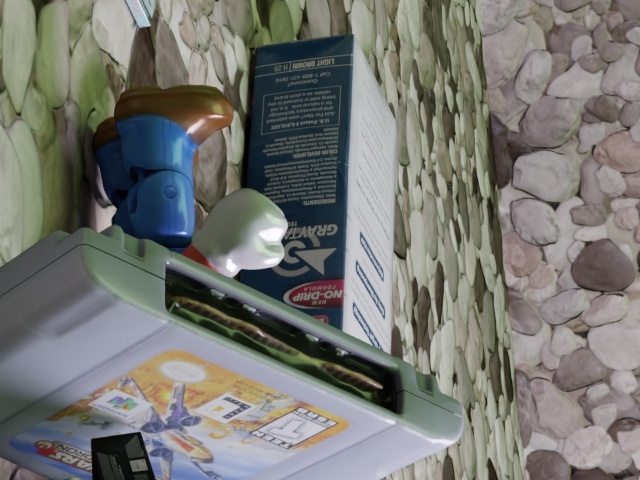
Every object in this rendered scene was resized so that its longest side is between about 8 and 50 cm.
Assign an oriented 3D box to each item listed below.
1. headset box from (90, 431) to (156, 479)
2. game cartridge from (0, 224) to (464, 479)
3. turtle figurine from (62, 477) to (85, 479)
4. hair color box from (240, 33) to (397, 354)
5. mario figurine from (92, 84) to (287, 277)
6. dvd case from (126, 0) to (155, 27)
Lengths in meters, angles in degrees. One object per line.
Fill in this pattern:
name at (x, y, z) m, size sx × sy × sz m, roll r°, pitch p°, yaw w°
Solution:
headset box at (-0.112, 0.163, 1.081) m, size 0.062 × 0.032 × 0.083 m, roll -116°, pitch -155°, yaw -53°
game cartridge at (-0.085, 0.095, 1.111) m, size 0.297 × 0.198 × 0.062 m, roll 27°, pitch 43°, yaw -36°
turtle figurine at (-0.173, 0.212, 1.040) m, size 0.234 × 0.118 × 0.175 m, roll -117°, pitch -142°, yaw -88°
hair color box at (0.000, 0.000, 1.757) m, size 0.174 × 0.105 × 0.347 m, roll 58°, pitch 30°, yaw -57°
mario figurine at (-0.083, 0.061, 1.328) m, size 0.198 × 0.170 × 0.320 m, roll 43°, pitch 42°, yaw -70°
dvd case at (-0.145, -0.241, 1.490) m, size 0.087 × 0.013 × 0.119 m, roll 67°, pitch 24°, yaw -47°
